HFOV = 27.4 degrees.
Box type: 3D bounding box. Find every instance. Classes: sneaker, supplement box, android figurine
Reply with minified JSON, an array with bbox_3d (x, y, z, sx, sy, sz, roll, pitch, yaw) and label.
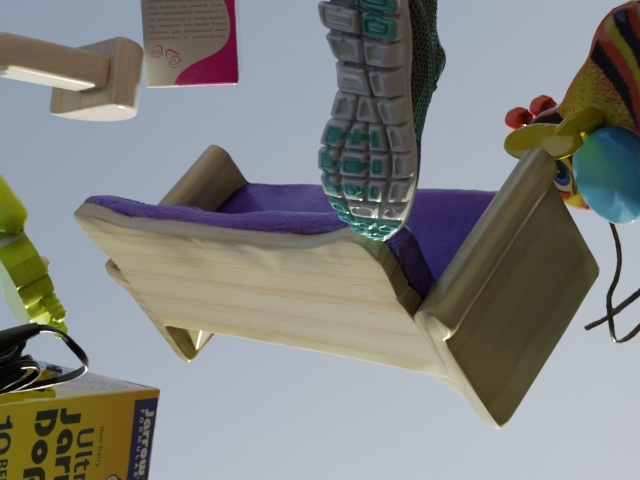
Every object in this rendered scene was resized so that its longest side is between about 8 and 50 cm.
[{"bbox_3d":[0.043,-0.081,0.726,0.076,0.065,0.167,-27,-53,-47],"label":"sneaker"},{"bbox_3d":[-0.348,0.234,1.308,0.356,0.195,0.194,3,-85,-61],"label":"supplement box"},{"bbox_3d":[-0.154,-0.298,1.556,0.111,0.114,0.220,-2,-77,0],"label":"supplement box"},{"bbox_3d":[-0.385,0.000,1.588,0.056,0.273,0.248,-31,-17,-20],"label":"android figurine"}]

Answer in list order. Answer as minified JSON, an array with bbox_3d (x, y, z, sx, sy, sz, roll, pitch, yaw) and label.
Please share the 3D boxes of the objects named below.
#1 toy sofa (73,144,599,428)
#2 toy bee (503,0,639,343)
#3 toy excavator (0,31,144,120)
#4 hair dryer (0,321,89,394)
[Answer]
[{"bbox_3d":[0.000,0.000,0.956,0.150,0.362,0.177,-51,-55,-27],"label":"toy sofa"},{"bbox_3d":[0.199,-0.076,0.950,0.195,0.162,0.298,-10,-45,-44],"label":"toy bee"},{"bbox_3d":[-0.469,-0.204,1.395,0.433,0.445,0.222,20,-105,-66],"label":"toy excavator"},{"bbox_3d":[-0.352,0.118,1.033,0.293,0.080,0.224,23,-75,-41],"label":"hair dryer"}]
